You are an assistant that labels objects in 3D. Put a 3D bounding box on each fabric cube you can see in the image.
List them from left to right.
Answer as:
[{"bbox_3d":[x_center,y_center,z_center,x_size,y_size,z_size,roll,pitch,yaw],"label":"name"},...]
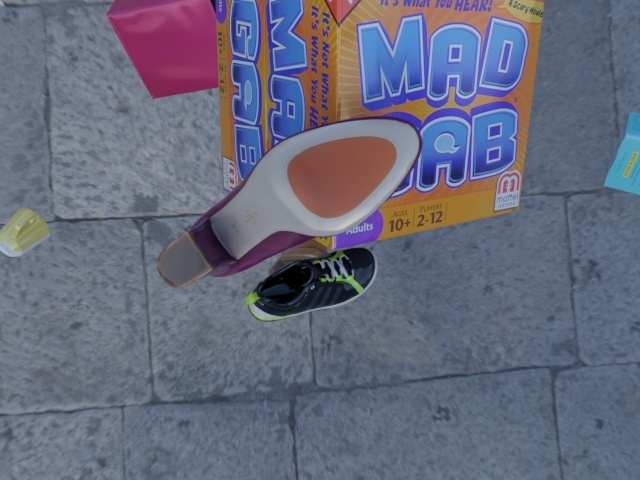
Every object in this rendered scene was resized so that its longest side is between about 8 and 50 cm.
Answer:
[{"bbox_3d":[-0.332,-0.549,1.557,0.258,0.254,0.259,-7,50,15],"label":"fabric cube"}]

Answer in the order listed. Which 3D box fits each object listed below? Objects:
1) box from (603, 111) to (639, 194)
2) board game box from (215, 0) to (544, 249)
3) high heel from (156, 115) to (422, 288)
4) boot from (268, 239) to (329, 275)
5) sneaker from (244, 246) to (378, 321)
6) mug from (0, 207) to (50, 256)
[{"bbox_3d":[0.541,-0.097,0.864,0.244,0.101,0.060,18,50,17],"label":"box"},{"bbox_3d":[0.072,-0.232,0.959,0.356,0.356,0.357,-11,113,-30],"label":"board game box"},{"bbox_3d":[-0.031,-0.057,0.782,0.377,0.181,0.127,-23,96,25],"label":"high heel"},{"bbox_3d":[0.000,0.000,1.435,0.109,0.283,0.220,40,69,-8],"label":"boot"},{"bbox_3d":[-0.005,0.066,0.961,0.234,0.097,0.084,-22,73,-19],"label":"sneaker"},{"bbox_3d":[-0.468,-0.013,0.955,0.062,0.078,0.064,19,47,16],"label":"mug"}]
